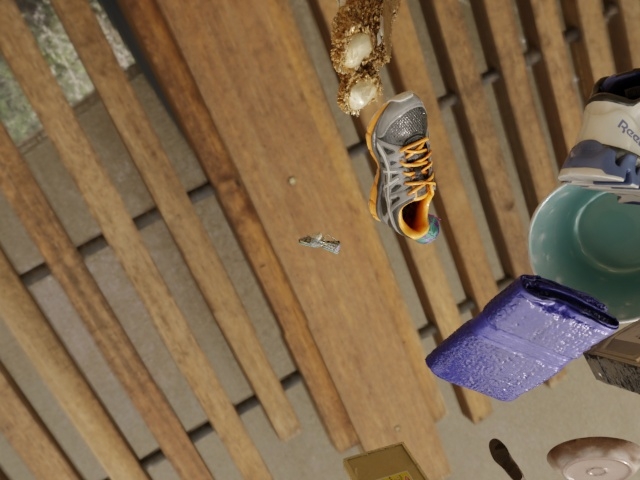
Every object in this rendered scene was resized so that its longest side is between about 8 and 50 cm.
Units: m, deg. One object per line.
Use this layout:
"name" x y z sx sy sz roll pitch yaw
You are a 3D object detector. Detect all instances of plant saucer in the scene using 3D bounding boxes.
"plant saucer" 0.579 0.471 1.542 0.199 0.198 0.036 -11 -134 22

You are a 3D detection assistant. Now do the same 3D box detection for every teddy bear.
"teddy bear" 0.065 -0.376 1.314 0.113 0.245 0.337 0 -115 18

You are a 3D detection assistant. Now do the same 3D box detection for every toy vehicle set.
"toy vehicle set" 0.175 0.589 1.727 0.166 0.035 0.267 -11 -154 -15

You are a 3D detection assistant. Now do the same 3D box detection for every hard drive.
"hard drive" 0.556 0.147 1.069 0.237 0.064 0.339 -27 179 -3

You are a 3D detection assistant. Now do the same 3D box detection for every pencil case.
"pencil case" 0.187 -0.048 1.508 0.064 0.152 0.070 35 -89 41

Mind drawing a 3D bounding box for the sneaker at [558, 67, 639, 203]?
"sneaker" 0.476 -0.149 1.074 0.316 0.182 0.128 11 -179 -43

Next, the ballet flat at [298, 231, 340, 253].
"ballet flat" 0.000 0.000 1.716 0.114 0.041 0.041 15 -175 -32

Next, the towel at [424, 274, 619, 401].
"towel" 0.369 0.185 1.387 0.308 0.228 0.076 -52 -158 41

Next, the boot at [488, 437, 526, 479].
"boot" 0.404 0.482 1.573 0.037 0.114 0.106 -34 -124 6

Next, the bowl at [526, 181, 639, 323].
"bowl" 0.598 -0.003 1.502 0.312 0.311 0.163 -4 -166 34

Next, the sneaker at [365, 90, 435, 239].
"sneaker" 0.112 -0.092 0.936 0.084 0.214 0.083 -25 -133 -18
